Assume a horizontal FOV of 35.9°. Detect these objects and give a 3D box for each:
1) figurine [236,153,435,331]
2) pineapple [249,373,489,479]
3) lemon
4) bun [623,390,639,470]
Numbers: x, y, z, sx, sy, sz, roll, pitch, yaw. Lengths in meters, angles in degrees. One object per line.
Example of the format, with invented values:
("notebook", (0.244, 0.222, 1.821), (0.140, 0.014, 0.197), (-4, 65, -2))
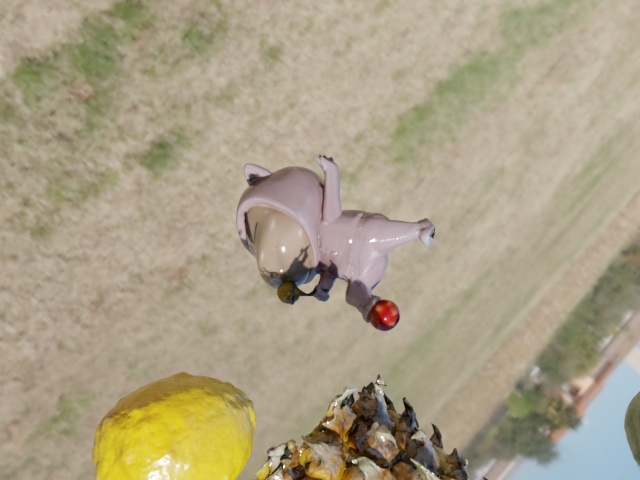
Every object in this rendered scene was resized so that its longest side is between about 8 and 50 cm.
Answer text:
("figurine", (0.000, 0.000, 1.344), (0.186, 0.287, 0.176), (-47, 156, -42))
("pineapple", (0.038, 0.350, 1.087), (0.352, 0.300, 0.352), (-41, 160, -18))
("lemon", (-0.119, 0.168, 0.826), (0.155, 0.114, 0.114), (-21, 150, -40))
("bun", (0.468, 0.263, 1.233), (0.118, 0.195, 0.195), (-55, 168, -20))
